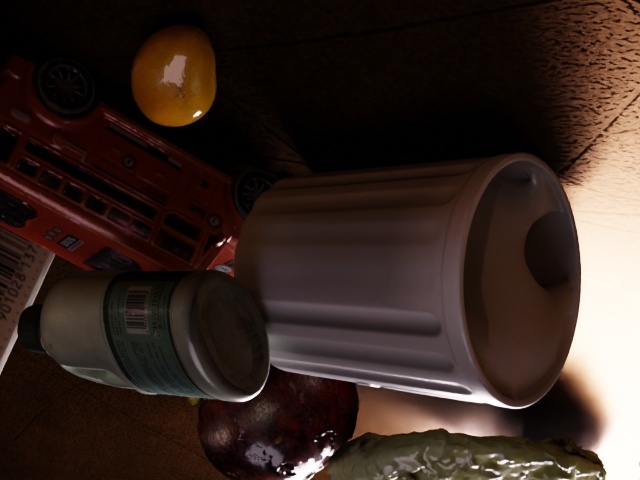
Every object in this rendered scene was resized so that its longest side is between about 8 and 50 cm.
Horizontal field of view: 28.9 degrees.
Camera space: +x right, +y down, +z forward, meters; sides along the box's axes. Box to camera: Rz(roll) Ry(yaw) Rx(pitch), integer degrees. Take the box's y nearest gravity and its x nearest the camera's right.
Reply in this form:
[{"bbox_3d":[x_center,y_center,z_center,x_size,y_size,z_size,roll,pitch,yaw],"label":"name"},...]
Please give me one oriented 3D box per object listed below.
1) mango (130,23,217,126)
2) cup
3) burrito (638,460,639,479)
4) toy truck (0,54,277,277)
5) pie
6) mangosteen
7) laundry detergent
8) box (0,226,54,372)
[{"bbox_3d":[-0.096,-0.112,0.829,0.060,0.046,0.089,21,141,-12],"label":"mango"},{"bbox_3d":[0.070,0.042,0.885,0.202,0.167,0.221,1,141,37],"label":"cup"},{"bbox_3d":[0.407,0.272,1.203,0.348,0.107,0.175,23,140,-16],"label":"burrito"},{"bbox_3d":[-0.150,-0.030,0.937,0.253,0.114,0.107,31,150,-21],"label":"toy truck"},{"bbox_3d":[0.151,0.251,1.285,0.306,0.071,0.306,1,161,0],"label":"pie"},{"bbox_3d":[-0.055,0.154,1.210,0.180,0.166,0.166,45,151,1],"label":"mangosteen"},{"bbox_3d":[-0.142,0.067,0.899,0.226,0.070,0.099,-3,130,41],"label":"laundry detergent"},{"bbox_3d":[-0.349,0.114,1.095,0.095,0.330,0.210,29,152,-21],"label":"box"}]
